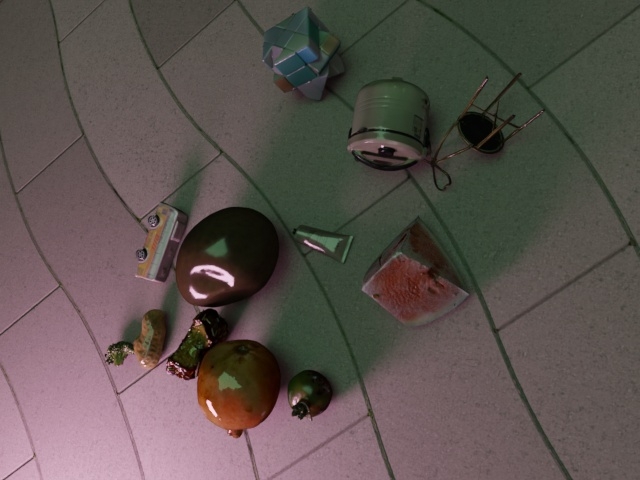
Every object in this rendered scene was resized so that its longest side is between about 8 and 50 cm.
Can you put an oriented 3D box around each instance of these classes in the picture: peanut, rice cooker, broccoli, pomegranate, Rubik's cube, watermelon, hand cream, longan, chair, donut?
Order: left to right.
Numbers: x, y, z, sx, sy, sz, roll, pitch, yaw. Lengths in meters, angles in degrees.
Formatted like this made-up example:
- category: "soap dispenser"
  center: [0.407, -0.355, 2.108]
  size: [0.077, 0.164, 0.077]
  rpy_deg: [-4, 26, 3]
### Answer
- category: "broccoli"
  center: [-0.661, 0.377, 1.905]
  size: [0.095, 0.097, 0.092]
  rpy_deg: [-55, 40, 47]
- category: "peanut"
  center: [-0.552, 0.320, 1.867]
  size: [0.094, 0.083, 0.194]
  rpy_deg: [-1, 77, 23]
- category: "donut"
  center: [-0.359, 0.319, 1.717]
  size: [0.096, 0.216, 0.230]
  rpy_deg: [30, 70, 8]
- category: "longan"
  center: [-0.283, 0.051, 1.711]
  size: [0.350, 0.288, 0.288]
  rpy_deg: [-38, 65, 16]
- category: "pomegranate"
  center: [-0.228, 0.419, 1.605]
  size: [0.229, 0.252, 0.270]
  rpy_deg: [1, 106, -11]
- category: "Rubik's cube"
  center: [-0.041, -0.581, 1.810]
  size: [0.265, 0.213, 0.224]
  rpy_deg: [-18, 55, 30]
- category: "pomegranate"
  center: [-0.031, 0.421, 1.569]
  size: [0.130, 0.159, 0.129]
  rpy_deg: [0, 85, 0]
- category: "hand cream"
  center: [0.000, 0.000, 1.724]
  size: [0.186, 0.054, 0.087]
  rpy_deg: [19, 89, 20]
- category: "rice cooker"
  center: [0.196, -0.315, 1.620]
  size: [0.226, 0.226, 0.244]
  rpy_deg: [3, 75, 25]
- category: "watermelon"
  center: [0.239, 0.091, 1.509]
  size: [0.213, 0.201, 0.261]
  rpy_deg: [-44, 67, 18]
- category: "chair"
  center: [0.427, -0.294, 1.563]
  size: [0.159, 0.170, 0.325]
  rpy_deg: [63, 148, 19]

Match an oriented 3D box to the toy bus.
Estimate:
- category: "toy bus"
  center: [-0.538, 0.008, 1.940]
  size: [0.106, 0.092, 0.268]
  rpy_deg: [16, 84, 18]
